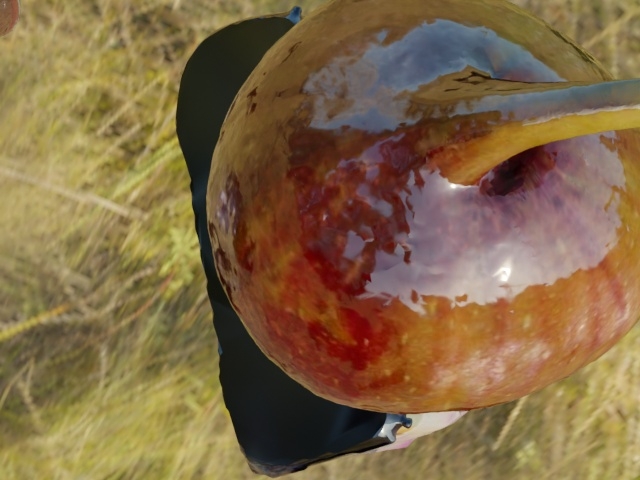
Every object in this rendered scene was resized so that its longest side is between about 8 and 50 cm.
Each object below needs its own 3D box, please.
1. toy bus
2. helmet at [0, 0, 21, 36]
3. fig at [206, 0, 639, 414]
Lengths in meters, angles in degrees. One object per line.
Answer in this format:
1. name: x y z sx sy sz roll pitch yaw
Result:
1. toy bus: 0.000 0.000 1.447 0.162 0.171 0.386 10 65 -58
2. helmet: -0.434 -0.263 1.876 0.175 0.155 0.106 38 51 -8
3. fig: 0.045 -0.024 0.605 0.175 0.207 0.175 0 76 -1
